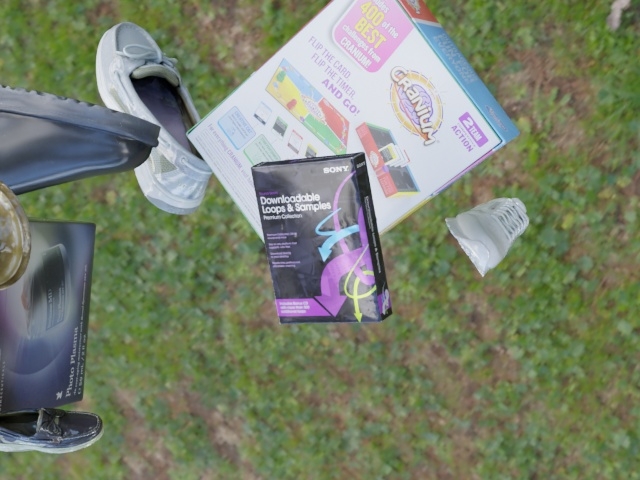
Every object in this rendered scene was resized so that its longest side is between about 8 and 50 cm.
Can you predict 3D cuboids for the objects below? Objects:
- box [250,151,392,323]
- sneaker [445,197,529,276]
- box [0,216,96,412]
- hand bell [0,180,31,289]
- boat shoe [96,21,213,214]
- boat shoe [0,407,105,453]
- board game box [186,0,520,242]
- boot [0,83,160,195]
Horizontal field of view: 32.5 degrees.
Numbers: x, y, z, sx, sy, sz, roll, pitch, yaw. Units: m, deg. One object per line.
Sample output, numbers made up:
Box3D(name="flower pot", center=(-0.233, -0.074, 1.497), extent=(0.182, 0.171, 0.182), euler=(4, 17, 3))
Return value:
Box3D(name="box", center=(0.000, 0.000, 1.055), extent=(0.116, 0.029, 0.162), euler=(-4, 102, 30))
Box3D(name="sneaker", center=(0.231, -0.018, 1.481), extent=(0.094, 0.235, 0.090), euler=(-29, 95, 13))
Box3D(name="box", center=(-0.488, 0.111, 1.652), extent=(0.182, 0.294, 0.296), euler=(4, 92, 16))
Box3D(name="hand bell", center=(-0.447, 0.014, 1.191), extent=(0.242, 0.126, 0.126), euler=(-13, 113, 27))
Box3D(name="boat shoe", center=(-0.216, -0.184, 1.481), extent=(0.103, 0.118, 0.320), euler=(-50, 48, 36))
Box3D(name="boat shoe", center=(-0.360, 0.245, 1.434), extent=(0.152, 0.056, 0.049), euler=(-6, 137, -5))
Box3D(name="board game box", center=(0.029, -0.122, 1.255), extent=(0.316, 0.064, 0.242), euler=(-37, 87, 29))
Box3D(name="boot", center=(-0.398, 0.042, 1.302), extent=(0.366, 0.146, 0.445), euler=(10, 90, 9))
